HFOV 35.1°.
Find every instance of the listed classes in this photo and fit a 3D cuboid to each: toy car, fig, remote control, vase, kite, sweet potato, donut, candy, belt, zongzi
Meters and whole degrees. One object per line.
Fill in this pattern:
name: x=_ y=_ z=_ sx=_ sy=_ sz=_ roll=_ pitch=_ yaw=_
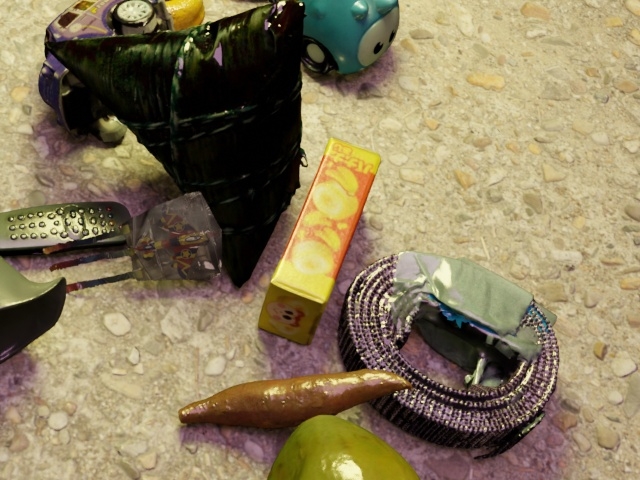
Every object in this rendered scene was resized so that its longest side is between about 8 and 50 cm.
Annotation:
toy car: x=0.042 y=-0.406 z=1.670 sx=0.188 sy=0.190 sz=0.255 roll=-41 pitch=113 yaw=-32
fig: x=0.019 y=0.330 z=1.255 sx=0.207 sy=0.207 sz=0.230 roll=-36 pitch=53 yaw=-29
remote control: x=-0.380 y=-0.015 z=1.441 sx=0.222 sy=0.042 sz=0.072 roll=-6 pitch=62 yaw=-19
vase: x=-0.509 y=0.045 z=1.324 sx=0.251 sy=0.156 sz=0.301 roll=-45 pitch=71 yaw=-5
kite: x=-0.257 y=0.015 z=1.407 sx=0.245 sy=0.141 sz=0.015 roll=-13 pitch=26 yaw=-5
sweet potato: x=-0.032 y=0.218 z=1.353 sx=0.314 sy=0.072 sz=0.066 roll=-6 pitch=18 yaw=6
donut: x=-0.267 y=-0.409 z=1.696 sx=0.152 sy=0.058 sz=0.152 roll=5 pitch=59 yaw=-9
candy: x=0.000 y=0.000 z=1.474 sx=0.088 sy=0.146 sz=0.276 roll=21 pitch=58 yaw=0
toy car: x=-0.339 y=-0.276 z=1.546 sx=0.158 sy=0.172 sz=0.235 roll=30 pitch=58 yaw=23
belt: x=0.180 y=0.152 z=1.448 sx=0.325 sy=0.122 sz=0.260 roll=29 pitch=64 yaw=7
zongzi: x=-0.193 y=-0.182 z=1.436 sx=0.362 sy=0.383 sz=0.319 roll=5 pitch=50 yaw=6
